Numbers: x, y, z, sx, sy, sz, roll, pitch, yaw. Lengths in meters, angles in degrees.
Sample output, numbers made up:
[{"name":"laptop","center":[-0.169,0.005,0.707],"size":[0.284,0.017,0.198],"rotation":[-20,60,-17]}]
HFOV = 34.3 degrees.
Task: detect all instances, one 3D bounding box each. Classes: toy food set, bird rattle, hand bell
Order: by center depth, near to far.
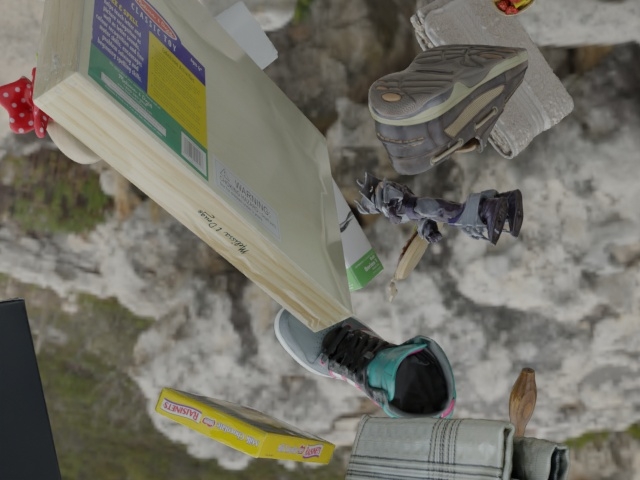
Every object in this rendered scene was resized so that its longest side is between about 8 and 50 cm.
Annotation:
[{"name":"hand bell","center":[0.291,0.302,1.560],"size":[0.126,0.126,0.242],"rotation":[4,109,-5]},{"name":"toy food set","center":[0.302,-0.388,1.609],"size":[0.082,0.083,0.020],"rotation":[-33,147,20]},{"name":"bird rattle","center":[-0.421,-0.226,1.758],"size":[0.143,0.253,0.207],"rotation":[-25,118,16]},{"name":"toy food set","center":[0.170,0.021,1.996],"size":[0.038,0.192,0.132],"rotation":[31,169,14]}]

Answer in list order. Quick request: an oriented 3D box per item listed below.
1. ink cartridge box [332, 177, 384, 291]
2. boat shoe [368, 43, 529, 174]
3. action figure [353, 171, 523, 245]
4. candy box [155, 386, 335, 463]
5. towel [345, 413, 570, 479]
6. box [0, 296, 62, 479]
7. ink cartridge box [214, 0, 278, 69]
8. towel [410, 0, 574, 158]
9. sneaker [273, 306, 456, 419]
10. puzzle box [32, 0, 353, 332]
[{"name":"ink cartridge box","center":[0.000,0.000,2.061],"size":[0.160,0.092,0.219],"rotation":[-20,103,46]},{"name":"boat shoe","center":[0.177,-0.186,1.426],"size":[0.132,0.355,0.130],"rotation":[14,119,34]},{"name":"action figure","center":[0.174,-0.048,1.668],"size":[0.285,0.099,0.185],"rotation":[6,177,35]},{"name":"candy box","center":[-0.063,0.174,0.954],"size":[0.105,0.027,0.206],"rotation":[18,172,21]},{"name":"towel","center":[0.104,0.335,1.056],"size":[0.056,0.312,0.324],"rotation":[22,164,-31]},{"name":"box","center":[-0.286,0.210,0.904],"size":[0.103,0.261,0.184],"rotation":[-9,141,-20]},{"name":"ink cartridge box","center":[-0.179,-0.198,1.322],"size":[0.154,0.212,0.093],"rotation":[-18,109,54]},{"name":"towel","center":[0.284,-0.289,1.690],"size":[0.187,0.282,0.049],"rotation":[-36,179,-31]},{"name":"sneaker","center":[0.073,0.172,1.468],"size":[0.295,0.124,0.178],"rotation":[31,164,-2]},{"name":"puzzle box","center":[-0.110,-0.116,1.017],"size":[0.052,0.272,0.409],"rotation":[-27,135,21]}]
